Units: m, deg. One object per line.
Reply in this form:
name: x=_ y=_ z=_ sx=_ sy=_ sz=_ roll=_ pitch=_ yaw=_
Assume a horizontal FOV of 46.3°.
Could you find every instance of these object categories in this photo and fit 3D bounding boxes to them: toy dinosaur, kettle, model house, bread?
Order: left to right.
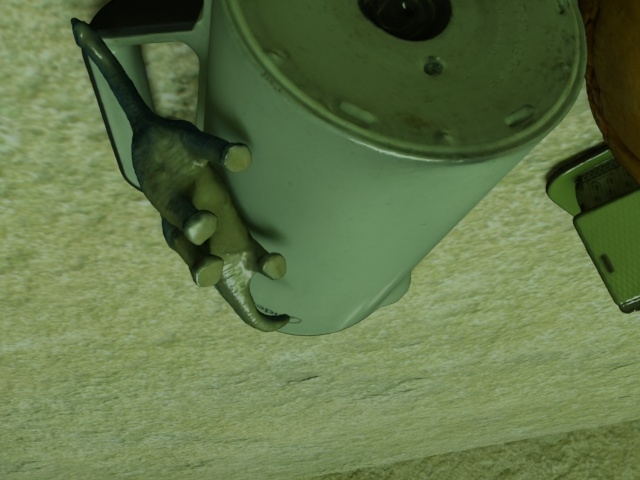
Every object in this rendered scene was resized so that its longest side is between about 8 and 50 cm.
toy dinosaur: x=-0.105 y=-0.038 z=0.574 sx=0.075 sy=0.188 sz=0.248 roll=-36 pitch=135 yaw=-13
kettle: x=-0.033 y=-0.098 z=0.639 sx=0.361 sy=0.250 sz=0.377 roll=21 pitch=151 yaw=-3
bread: x=0.295 y=-0.140 z=0.615 sx=0.142 sy=0.195 sz=0.270 roll=-18 pitch=145 yaw=12
model house: x=0.410 y=0.027 z=0.851 sx=0.218 sy=0.279 sz=0.205 roll=-29 pitch=141 yaw=36
